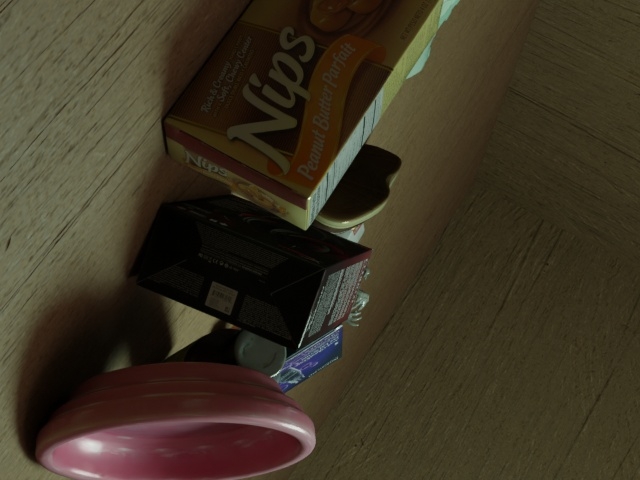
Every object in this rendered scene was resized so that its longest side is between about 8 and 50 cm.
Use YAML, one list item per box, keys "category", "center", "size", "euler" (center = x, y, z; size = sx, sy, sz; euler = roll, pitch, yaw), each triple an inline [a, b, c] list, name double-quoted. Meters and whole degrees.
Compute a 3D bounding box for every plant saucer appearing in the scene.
- category: "plant saucer"
  center: [-0.173, 0.221, 1.493]
  size: [0.332, 0.332, 0.084]
  euler: [93, -8, -66]

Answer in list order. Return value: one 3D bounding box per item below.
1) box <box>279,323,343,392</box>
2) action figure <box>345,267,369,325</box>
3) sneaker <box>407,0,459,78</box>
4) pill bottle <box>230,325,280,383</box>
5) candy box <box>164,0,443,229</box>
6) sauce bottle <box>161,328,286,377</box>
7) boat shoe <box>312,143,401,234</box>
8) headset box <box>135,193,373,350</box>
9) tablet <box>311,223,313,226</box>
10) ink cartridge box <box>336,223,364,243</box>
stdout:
- category: "box"
  center: [-0.049, 0.180, 2.237]
  size: [0.153, 0.108, 0.207]
  euler: [-32, 162, -10]
- category: "action figure"
  center: [0.029, 0.114, 2.497]
  size: [0.275, 0.141, 0.164]
  euler: [-55, 167, -15]
- category: "sneaker"
  center: [0.172, -0.374, 2.028]
  size: [0.256, 0.094, 0.151]
  euler: [-48, 160, -16]
- category: "pill bottle"
  center: [-0.146, 0.255, 2.052]
  size: [0.130, 0.130, 0.245]
  euler: [-41, 157, -61]
- category: "candy box"
  center: [-0.014, -0.189, 1.394]
  size: [0.316, 0.183, 0.087]
  euler: [-57, 168, -22]
- category: "sauce bottle"
  center: [-0.136, 0.179, 1.654]
  size: [0.111, 0.111, 0.344]
  euler: [-57, -168, -24]
- category: "boat shoe"
  center: [0.054, -0.066, 2.214]
  size: [0.342, 0.123, 0.123]
  euler: [-54, 168, -63]
- category: "headset box"
  center: [-0.071, 0.030, 1.578]
  size: [0.293, 0.218, 0.110]
  euler: [-16, 127, -74]
- category: "tablet"
  center: [0.000, 0.000, 2.225]
  size: [0.006, 0.083, 0.054]
  euler: [-31, 158, -20]
- category: "ink cartridge box"
  center: [0.008, 0.034, 2.382]
  size: [0.198, 0.067, 0.115]
  euler: [-60, 168, -12]
